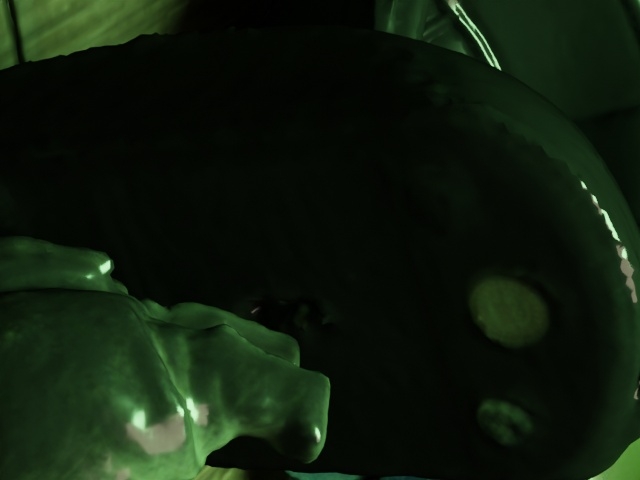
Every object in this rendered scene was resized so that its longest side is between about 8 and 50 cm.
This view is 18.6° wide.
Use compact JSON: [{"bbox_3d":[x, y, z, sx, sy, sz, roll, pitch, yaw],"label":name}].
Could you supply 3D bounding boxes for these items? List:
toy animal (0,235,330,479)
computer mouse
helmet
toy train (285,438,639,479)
[{"bbox_3d":[-0.118,0.167,0.625,0.343,0.168,0.106,-61,-169,-3],"label":"toy animal"},{"bbox_3d":[0.000,0.000,0.715,0.100,0.269,0.170,-53,136,-49],"label":"computer mouse"},{"bbox_3d":[0.058,-0.055,0.898,0.230,0.160,0.279,58,41,-22],"label":"helmet"},{"bbox_3d":[0.049,0.183,0.959,0.131,0.202,0.300,25,81,-62],"label":"toy train"}]
